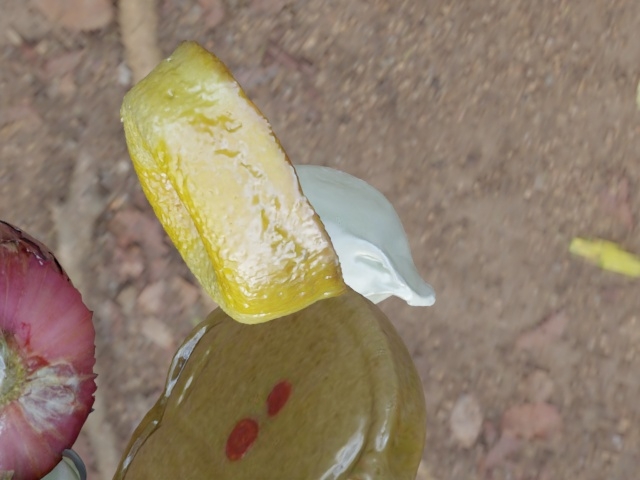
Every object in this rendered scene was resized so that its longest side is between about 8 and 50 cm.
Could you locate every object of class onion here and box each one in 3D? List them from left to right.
[{"bbox_3d":[-0.227,0.070,1.171,0.184,0.147,0.184,-6,105,-22],"label":"onion"}]

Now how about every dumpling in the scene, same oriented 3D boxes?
[{"bbox_3d":[0.000,0.000,1.808,0.250,0.162,0.132,24,108,13],"label":"dumpling"}]

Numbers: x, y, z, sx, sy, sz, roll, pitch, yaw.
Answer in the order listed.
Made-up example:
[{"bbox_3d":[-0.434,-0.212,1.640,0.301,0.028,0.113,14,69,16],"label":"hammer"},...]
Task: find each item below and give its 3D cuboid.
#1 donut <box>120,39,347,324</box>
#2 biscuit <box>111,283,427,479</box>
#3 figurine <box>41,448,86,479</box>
[{"bbox_3d":[-0.046,-0.022,0.930,0.058,0.152,0.152,-32,108,-11],"label":"donut"},{"bbox_3d":[-0.067,0.208,1.458,0.074,0.359,0.381,35,101,-32],"label":"biscuit"},{"bbox_3d":[-0.188,0.255,1.093,0.203,0.380,0.248,38,109,-15],"label":"figurine"}]
